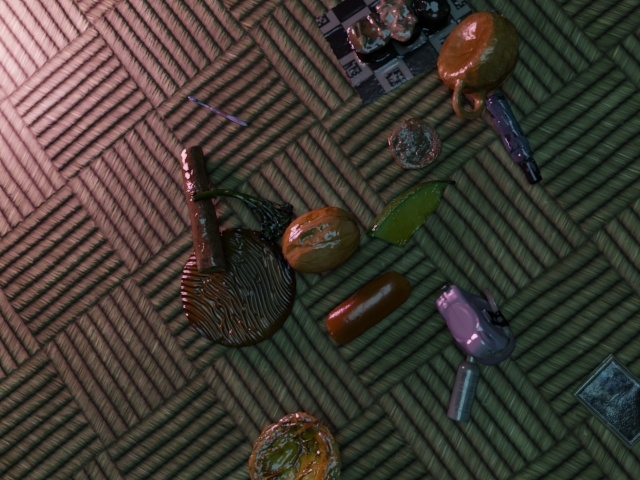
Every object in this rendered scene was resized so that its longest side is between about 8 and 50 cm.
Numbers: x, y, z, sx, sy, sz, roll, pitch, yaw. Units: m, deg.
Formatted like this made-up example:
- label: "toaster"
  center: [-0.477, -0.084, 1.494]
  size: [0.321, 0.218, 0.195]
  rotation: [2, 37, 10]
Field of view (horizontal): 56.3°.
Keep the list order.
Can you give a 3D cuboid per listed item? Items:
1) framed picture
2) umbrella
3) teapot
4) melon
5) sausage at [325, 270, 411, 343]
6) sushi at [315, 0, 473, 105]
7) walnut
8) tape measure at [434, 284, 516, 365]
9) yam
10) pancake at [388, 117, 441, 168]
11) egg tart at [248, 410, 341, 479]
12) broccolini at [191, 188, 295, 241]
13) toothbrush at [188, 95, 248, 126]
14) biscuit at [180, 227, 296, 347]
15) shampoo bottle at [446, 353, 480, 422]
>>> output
- label: "framed picture"
  center: [0.716, 0.383, 1.425]
  size: [0.183, 0.011, 0.142]
  rotation: [44, 92, 10]
- label: "umbrella"
  center: [0.485, -0.255, 1.501]
  size: [0.053, 0.052, 0.251]
  rotation: [-23, 81, 6]
- label: "teapot"
  center: [0.404, -0.435, 1.480]
  size: [0.166, 0.203, 0.312]
  rotation: [25, 75, -32]
- label: "melon"
  center: [0.237, -0.075, 1.526]
  size: [0.261, 0.053, 0.114]
  rotation: [-40, 88, 4]
- label: "sausage"
  center: [0.119, 0.164, 1.500]
  size: [0.238, 0.098, 0.098]
  rotation: [-37, 80, 6]
- label: "sushi"
  center: [0.201, -0.579, 1.552]
  size: [0.372, 0.100, 0.297]
  rotation: [-29, 81, 5]
- label: "walnut"
  center: [0.000, 0.000, 1.504]
  size: [0.206, 0.159, 0.159]
  rotation: [-25, 81, 5]
- label: "tape measure"
  center: [0.380, 0.198, 1.410]
  size: [0.105, 0.178, 0.196]
  rotation: [-48, 52, 22]
- label: "yam"
  center: [-0.314, -0.082, 1.577]
  size: [0.081, 0.081, 0.357]
  rotation: [-16, 72, 7]
- label: "pancake"
  center: [0.245, -0.250, 1.553]
  size: [0.139, 0.022, 0.140]
  rotation: [-1, 85, 8]
- label: "egg tart"
  center: [-0.058, 0.555, 1.490]
  size: [0.231, 0.098, 0.253]
  rotation: [24, 85, 17]
- label: "broccolini"
  center: [-0.203, -0.064, 1.545]
  size: [0.271, 0.062, 0.123]
  rotation: [12, 59, -10]
- label: "toothbrush"
  center: [-0.281, -0.356, 1.648]
  size: [0.193, 0.019, 0.013]
  rotation: [27, 89, 9]
- label: "biscuit"
  center: [-0.221, 0.124, 1.581]
  size: [0.317, 0.040, 0.318]
  rotation: [-1, 84, 10]
- label: "shampoo bottle"
  center: [0.358, 0.343, 1.462]
  size: [0.056, 0.056, 0.195]
  rotation: [14, 87, 10]
